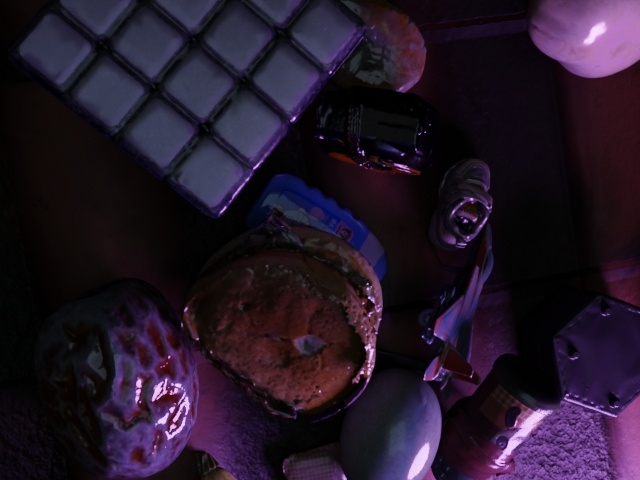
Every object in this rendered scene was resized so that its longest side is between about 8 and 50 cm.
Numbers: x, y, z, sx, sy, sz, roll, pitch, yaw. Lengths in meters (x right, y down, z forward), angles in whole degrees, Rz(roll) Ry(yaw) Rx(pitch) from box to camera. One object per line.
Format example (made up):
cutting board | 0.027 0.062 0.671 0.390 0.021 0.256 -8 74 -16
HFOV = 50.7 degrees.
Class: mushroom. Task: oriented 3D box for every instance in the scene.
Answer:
mushroom | 0.477 -0.423 1.185 0.253 0.260 0.234 -14 59 0

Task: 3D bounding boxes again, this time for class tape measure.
tape measure | 0.097 -0.183 1.122 0.202 0.223 0.135 10 90 9

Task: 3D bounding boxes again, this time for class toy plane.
toy plane | 0.249 0.113 1.216 0.104 0.223 0.326 2 65 29

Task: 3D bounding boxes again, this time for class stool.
stool | 0.497 0.203 1.251 0.232 0.141 0.232 -1 94 -9

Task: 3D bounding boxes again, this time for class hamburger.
hamburger | -0.042 0.122 1.082 0.277 0.195 0.318 -41 99 20

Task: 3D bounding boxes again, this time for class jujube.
jujube | -0.318 0.227 1.075 0.246 0.215 0.308 -23 98 -7

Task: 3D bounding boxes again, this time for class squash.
squash | -0.158 0.466 1.193 0.094 0.094 0.224 -33 90 -6

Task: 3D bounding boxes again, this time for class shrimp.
shrimp | 0.041 -0.360 1.176 0.317 0.077 0.168 24 92 -13

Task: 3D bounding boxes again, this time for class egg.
egg | 0.120 0.339 1.175 0.169 0.169 0.237 14 87 -10

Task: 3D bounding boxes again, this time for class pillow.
pillow | 0.011 0.478 1.238 0.135 0.034 0.211 -12 97 -12

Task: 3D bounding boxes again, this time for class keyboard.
keyboard | 0.084 0.227 1.243 0.231 0.023 0.072 16 98 -10

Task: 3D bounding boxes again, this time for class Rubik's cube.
Rubik's cube | -0.189 -0.262 1.009 0.344 0.337 0.344 39 86 -8

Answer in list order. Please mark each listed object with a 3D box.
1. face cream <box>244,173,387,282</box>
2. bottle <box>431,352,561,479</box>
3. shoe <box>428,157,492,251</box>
face cream | 0.000 0.000 1.183 0.264 0.083 0.149 33 101 -10
bottle | 0.304 0.341 1.214 0.156 0.143 0.271 37 112 13
shoe | 0.259 -0.066 1.219 0.089 0.092 0.180 21 89 -10
